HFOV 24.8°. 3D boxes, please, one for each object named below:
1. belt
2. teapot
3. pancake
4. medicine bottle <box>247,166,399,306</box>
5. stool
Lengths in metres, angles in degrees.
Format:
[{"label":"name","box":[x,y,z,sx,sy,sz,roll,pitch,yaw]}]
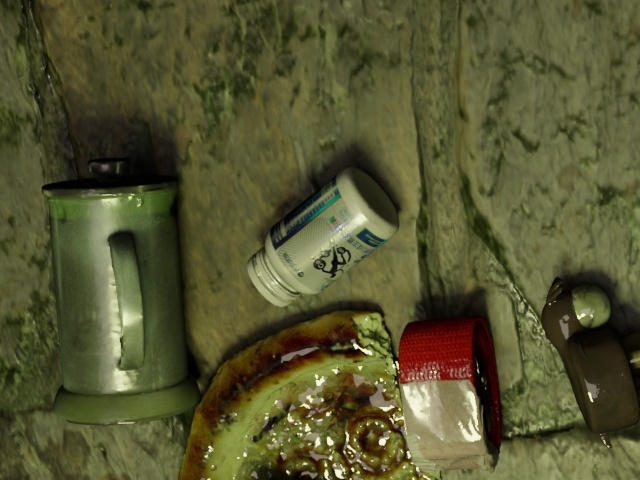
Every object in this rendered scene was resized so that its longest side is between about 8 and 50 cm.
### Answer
[{"label":"belt","box":[0.156,0.197,1.839,0.124,0.128,0.201,-5,99,21]},{"label":"teapot","box":[-0.262,0.063,1.900,0.200,0.270,0.337,-5,98,-10]},{"label":"pancake","box":[-0.041,0.286,1.960,0.426,0.067,0.305,-34,89,20]},{"label":"medicine bottle","box":[0.000,0.000,1.869,0.191,0.107,0.107,-39,86,21]},{"label":"stool","box":[0.348,0.139,1.773,0.121,0.125,0.217,-19,74,4]}]
